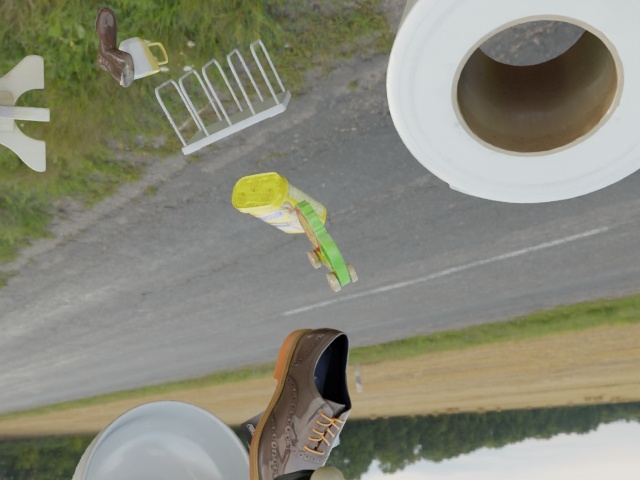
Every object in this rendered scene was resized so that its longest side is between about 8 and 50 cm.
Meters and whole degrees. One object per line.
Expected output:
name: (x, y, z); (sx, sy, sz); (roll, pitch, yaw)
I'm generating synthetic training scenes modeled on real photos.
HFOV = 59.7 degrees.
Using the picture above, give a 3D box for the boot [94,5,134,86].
boot: (-0.333, -0.317, 0.914); (0.037, 0.114, 0.106); (-11, 126, -35)

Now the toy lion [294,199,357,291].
toy lion: (0.000, 0.000, 0.669); (0.034, 0.100, 0.096); (-28, 123, -9)

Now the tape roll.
tape roll: (0.193, -0.178, 0.511); (0.246, 0.169, 0.246); (9, 136, 9)

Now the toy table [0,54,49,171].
toy table: (-0.686, -0.277, 1.210); (0.161, 0.252, 0.274); (-3, -155, -30)

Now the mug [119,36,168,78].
mug: (-0.324, -0.329, 1.003); (0.062, 0.064, 0.078); (-8, -161, 30)

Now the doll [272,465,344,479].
doll: (-0.033, 0.291, 0.642); (0.129, 0.046, 0.189); (1, 149, -37)

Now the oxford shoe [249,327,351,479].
oxford shoe: (-0.026, 0.322, 0.963); (0.130, 0.363, 0.133); (24, 153, -34)

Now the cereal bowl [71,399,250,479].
cereal bowl: (-0.276, 0.461, 0.969); (0.339, 0.338, 0.141); (14, 134, -43)

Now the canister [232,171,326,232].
canister: (-0.081, -0.073, 1.169); (0.126, 0.073, 0.170); (-4, 160, 35)

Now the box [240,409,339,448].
box: (-0.054, 0.399, 1.144); (0.183, 0.056, 0.231); (-25, 142, -17)

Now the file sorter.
file sorter: (-0.240, -0.369, 1.408); (0.278, 0.173, 0.192); (-21, -157, 11)
